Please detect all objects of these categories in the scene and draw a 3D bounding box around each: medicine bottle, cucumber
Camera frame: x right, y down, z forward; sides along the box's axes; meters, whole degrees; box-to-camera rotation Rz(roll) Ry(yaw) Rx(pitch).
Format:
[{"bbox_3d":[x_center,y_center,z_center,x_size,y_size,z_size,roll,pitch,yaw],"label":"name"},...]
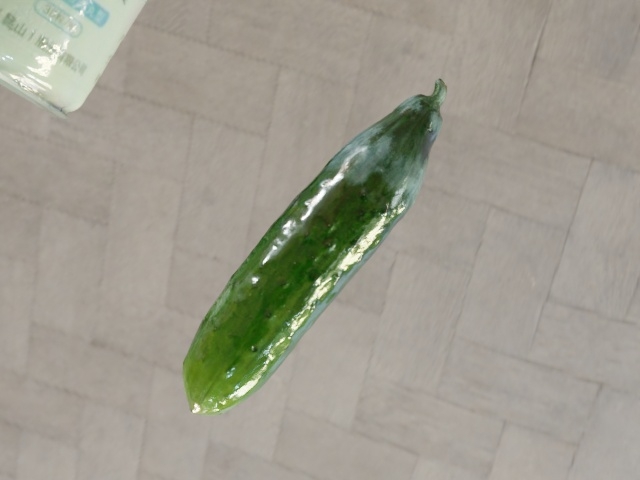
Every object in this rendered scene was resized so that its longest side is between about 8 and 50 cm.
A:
[{"bbox_3d":[-0.142,-0.166,0.665,0.135,0.135,0.168,31,87,2],"label":"medicine bottle"},{"bbox_3d":[0.000,0.000,0.464,0.037,0.037,0.155,39,84,-3],"label":"cucumber"}]
